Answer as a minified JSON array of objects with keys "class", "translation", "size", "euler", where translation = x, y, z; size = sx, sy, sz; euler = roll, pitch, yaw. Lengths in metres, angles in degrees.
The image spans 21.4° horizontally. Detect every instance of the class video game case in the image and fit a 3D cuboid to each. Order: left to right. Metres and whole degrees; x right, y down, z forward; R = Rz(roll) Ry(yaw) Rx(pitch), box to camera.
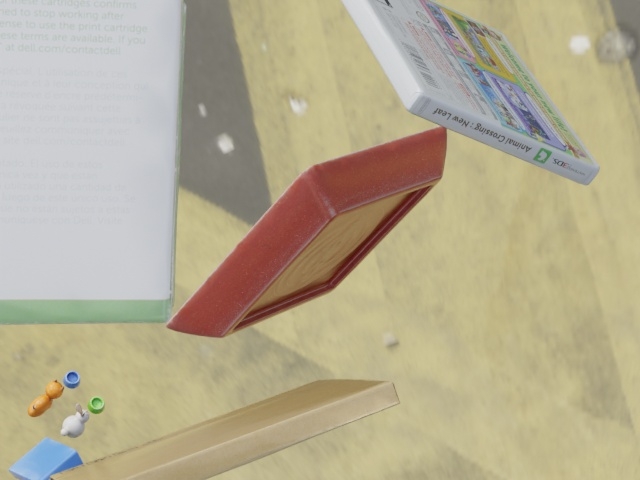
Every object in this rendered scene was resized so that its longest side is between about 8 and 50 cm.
[{"class":"video game case","translation":[0.112,-0.139,1.376],"size":[0.023,0.193,0.212],"euler":[-54,37,23]}]

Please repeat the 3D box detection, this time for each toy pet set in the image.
[{"class":"toy pet set","translation":[-0.199,0.168,1.387],"size":[0.122,0.065,0.114],"euler":[44,58,10]}]

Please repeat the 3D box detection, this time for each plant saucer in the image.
[{"class":"plant saucer","translation":[0.000,0.000,1.709],"size":[0.048,0.259,0.258],"euler":[52,125,13]}]

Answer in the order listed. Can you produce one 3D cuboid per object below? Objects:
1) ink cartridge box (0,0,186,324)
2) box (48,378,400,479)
[{"class":"ink cartridge box","translation":[-0.131,-0.088,0.563],"size":[0.171,0.056,0.235],"euler":[1,103,-13]},{"class":"box","translation":[-0.066,0.130,1.078],"size":[0.201,0.164,0.021],"euler":[-18,91,-17]}]
